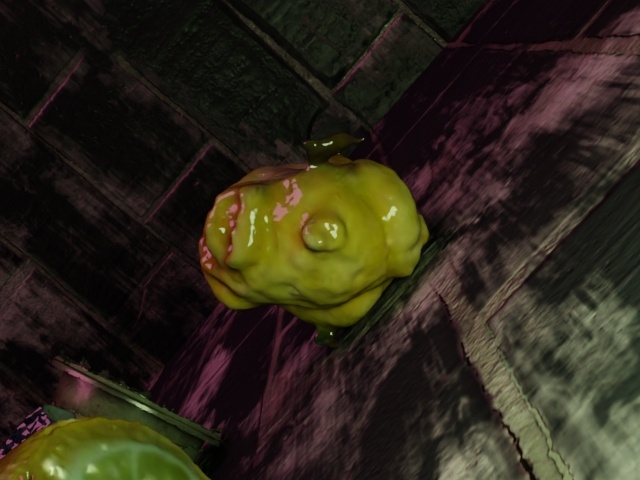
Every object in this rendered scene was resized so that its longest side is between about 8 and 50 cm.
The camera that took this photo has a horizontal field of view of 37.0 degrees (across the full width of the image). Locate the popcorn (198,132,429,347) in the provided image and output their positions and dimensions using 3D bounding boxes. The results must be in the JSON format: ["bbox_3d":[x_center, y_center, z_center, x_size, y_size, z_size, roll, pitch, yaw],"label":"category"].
[{"bbox_3d":[0.000,0.000,1.250,0.297,0.281,0.316,-3,1,29],"label":"popcorn"}]

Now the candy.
[{"bbox_3d":[-0.164,0.262,0.749,0.118,0.260,0.260,-38,11,24],"label":"candy"}]

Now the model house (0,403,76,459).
[{"bbox_3d":[-0.309,0.347,1.119,0.243,0.284,0.298,-54,7,1],"label":"model house"}]

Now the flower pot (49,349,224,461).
[{"bbox_3d":[-0.320,0.328,1.383,0.259,0.290,0.290,-62,10,-12],"label":"flower pot"}]
